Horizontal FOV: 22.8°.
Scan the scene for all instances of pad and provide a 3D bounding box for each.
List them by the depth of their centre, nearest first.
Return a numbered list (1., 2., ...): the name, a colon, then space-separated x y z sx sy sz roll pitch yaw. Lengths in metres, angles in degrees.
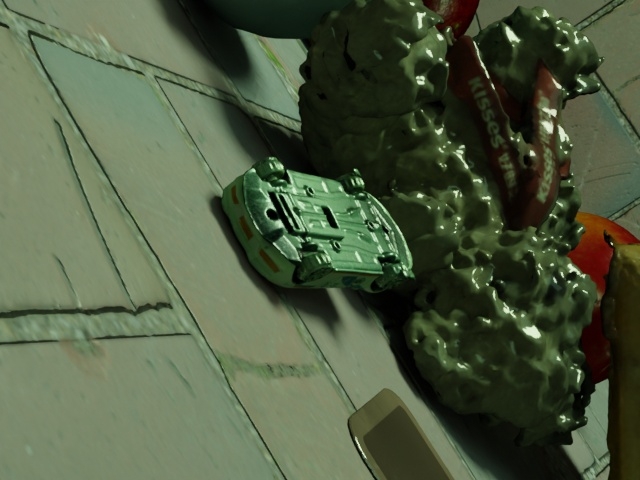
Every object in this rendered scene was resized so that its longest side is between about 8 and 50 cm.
1. pad: 0.104 0.218 1.042 0.266 0.002 0.176 57 12 4

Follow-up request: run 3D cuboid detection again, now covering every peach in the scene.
1. peach: 0.275 0.067 1.804 0.190 0.226 0.196 -11 102 -43

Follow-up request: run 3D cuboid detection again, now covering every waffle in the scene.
1. waffle: 0.297 0.144 1.446 0.348 0.078 0.304 2 89 -77

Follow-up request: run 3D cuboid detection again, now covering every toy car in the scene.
1. toy car: 0.000 0.000 1.076 0.186 0.058 0.093 7 50 -58

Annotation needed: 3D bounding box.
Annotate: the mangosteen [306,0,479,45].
1. mangosteen: 0.055 -0.286 1.748 0.257 0.215 0.215 -22 77 -46

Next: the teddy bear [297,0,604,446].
1. teddy bear: 0.142 -0.011 1.318 0.357 0.224 0.367 -4 61 -55

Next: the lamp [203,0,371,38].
1. lamp: -0.018 -0.249 1.345 0.284 0.209 0.147 -130 -145 -57
